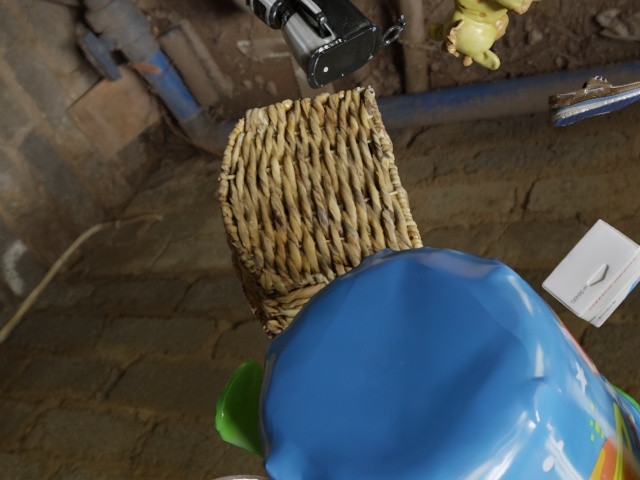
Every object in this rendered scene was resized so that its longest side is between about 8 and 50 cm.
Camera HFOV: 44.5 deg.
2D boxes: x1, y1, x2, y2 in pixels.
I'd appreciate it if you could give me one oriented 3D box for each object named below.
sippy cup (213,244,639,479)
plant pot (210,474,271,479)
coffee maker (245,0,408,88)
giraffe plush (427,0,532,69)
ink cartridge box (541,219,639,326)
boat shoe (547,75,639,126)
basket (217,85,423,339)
[{"bbox_3d":[0.081,0.128,0.465,0.306,0.240,0.224,-26,131,12],"label":"sippy cup"},{"bbox_3d":[-0.083,0.281,0.672,0.167,0.167,0.165,36,161,-6],"label":"plant pot"},{"bbox_3d":[0.003,-0.340,1.187,0.178,0.171,0.120,55,142,19],"label":"coffee maker"},{"bbox_3d":[0.260,-0.370,1.249,0.210,0.181,0.170,-13,140,-16],"label":"giraffe plush"},{"bbox_3d":[0.476,0.060,1.338,0.086,0.148,0.203,44,-170,28],"label":"ink cartridge box"},{"bbox_3d":[0.521,-0.275,1.477,0.183,0.066,0.066,-16,167,-2],"label":"boat shoe"},{"bbox_3d":[0.000,0.000,0.945,0.214,0.299,0.223,-12,141,1],"label":"basket"}]
